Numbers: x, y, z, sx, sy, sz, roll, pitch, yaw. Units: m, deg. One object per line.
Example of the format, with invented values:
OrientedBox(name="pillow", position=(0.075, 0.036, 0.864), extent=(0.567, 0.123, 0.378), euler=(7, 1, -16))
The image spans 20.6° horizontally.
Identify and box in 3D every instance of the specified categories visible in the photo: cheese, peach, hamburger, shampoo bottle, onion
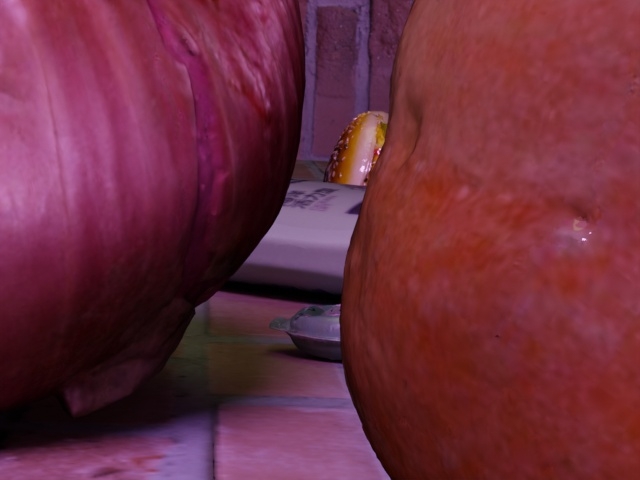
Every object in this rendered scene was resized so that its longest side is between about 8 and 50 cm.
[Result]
OrientedBox(name="cheese", position=(0.032, 0.051, 0.959), extent=(0.121, 0.026, 0.067), euler=(4, 6, 8))
OrientedBox(name="peach", position=(0.128, -0.006, 0.496), extent=(0.252, 0.252, 0.252), euler=(3, 6, 0))
OrientedBox(name="hamburger", position=(0.040, -0.042, 1.424), extent=(0.081, 0.126, 0.141), euler=(10, 26, -10))
OrientedBox(name="shampoo bottle", position=(0.000, 0.000, 1.205), extent=(0.359, 0.078, 0.134), euler=(7, 11, 35))
OrientedBox(name="onion", position=(-0.181, -0.059, 0.768), extent=(0.354, 0.353, 0.353), euler=(3, 6, 0))
